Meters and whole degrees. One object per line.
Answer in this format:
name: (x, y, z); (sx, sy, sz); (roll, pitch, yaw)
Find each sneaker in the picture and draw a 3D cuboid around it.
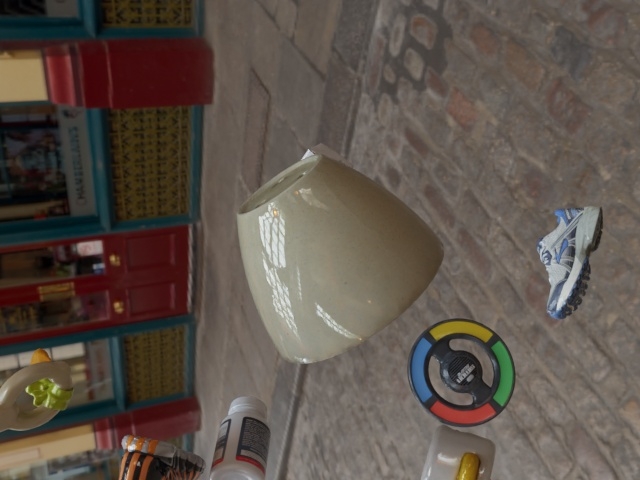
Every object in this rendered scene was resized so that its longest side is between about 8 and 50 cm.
sneaker: (-0.317, 0.477, 1.195); (0.321, 0.125, 0.180); (71, -152, -63)
sneaker: (0.261, 0.022, 0.690); (0.058, 0.135, 0.052); (11, 154, 34)

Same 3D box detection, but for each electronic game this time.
electronic game: (0.300, 0.279, 1.360); (0.048, 0.229, 0.229); (91, 165, -72)

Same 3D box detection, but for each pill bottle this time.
pill bottle: (-0.156, 0.412, 1.293); (0.180, 0.108, 0.107); (-85, 2, -54)

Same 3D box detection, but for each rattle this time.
rattle: (-0.526, 0.245, 1.053); (0.143, 0.200, 0.130); (47, 135, 23)

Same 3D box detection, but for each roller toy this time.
roller toy: (0.298, 0.503, 1.368); (0.191, 0.146, 0.209); (-44, -36, -61)

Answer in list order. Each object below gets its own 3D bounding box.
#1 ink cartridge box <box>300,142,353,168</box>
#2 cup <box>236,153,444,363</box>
ink cartridge box: (-0.036, -0.084, 1.304); (0.218, 0.092, 0.158); (-52, 1, 16)
cup: (0.000, 0.000, 1.048); (0.237, 0.331, 0.331); (55, 165, -16)
